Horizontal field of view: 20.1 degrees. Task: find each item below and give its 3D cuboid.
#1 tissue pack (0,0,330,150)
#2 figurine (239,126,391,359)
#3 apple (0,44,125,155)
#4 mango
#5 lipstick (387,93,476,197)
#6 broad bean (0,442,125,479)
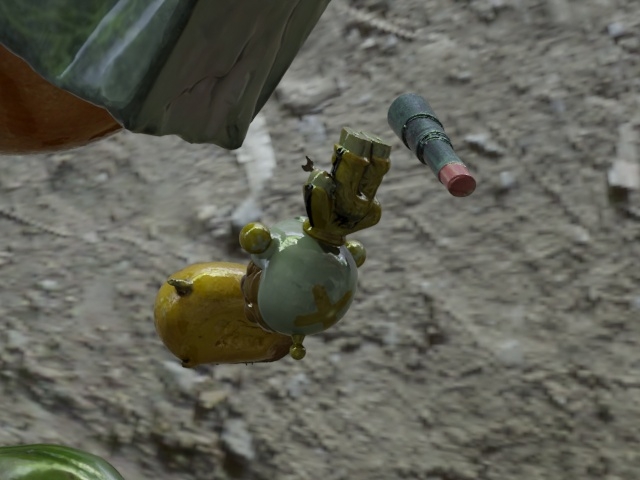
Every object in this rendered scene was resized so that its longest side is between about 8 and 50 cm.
[{"bbox_3d":[-0.130,-0.259,0.783,0.394,0.124,0.288,35,100,23],"label":"tissue pack"},{"bbox_3d":[0.004,-0.001,1.150,0.143,0.068,0.101,-49,139,-4],"label":"figurine"},{"bbox_3d":[-0.205,-0.192,1.175,0.299,0.299,0.275,42,60,-15],"label":"apple"},{"bbox_3d":[-0.077,0.065,1.530,0.101,0.066,0.187,-40,146,18],"label":"mango"},{"bbox_3d":[0.131,-0.103,2.011,0.053,0.234,0.053,-6,114,-12],"label":"lipstick"},{"bbox_3d":[-0.037,0.144,0.650,0.256,0.052,0.053,34,59,13],"label":"broad bean"}]
